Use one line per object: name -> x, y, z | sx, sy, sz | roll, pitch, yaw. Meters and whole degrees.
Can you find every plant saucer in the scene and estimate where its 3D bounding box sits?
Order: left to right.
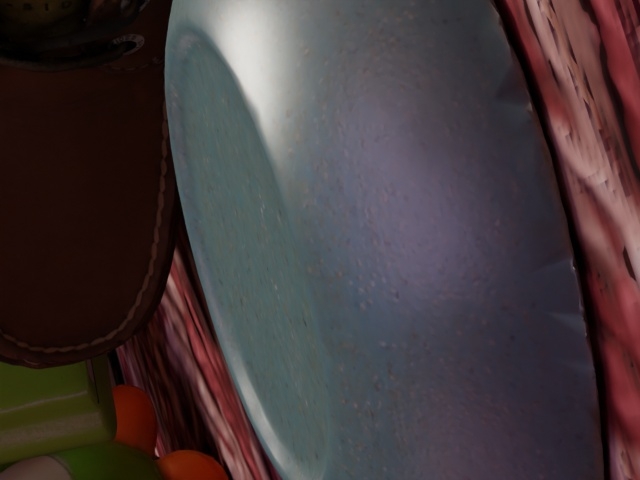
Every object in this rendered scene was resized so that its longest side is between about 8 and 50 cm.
plant saucer -> 0.000, 0.000, 0.396 | 0.195, 0.037, 0.194 | 165, 90, -75

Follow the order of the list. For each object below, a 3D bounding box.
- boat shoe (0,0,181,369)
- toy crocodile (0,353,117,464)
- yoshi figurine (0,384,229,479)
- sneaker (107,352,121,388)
boat shoe -> -0.091, -0.084, 0.501 | 0.104, 0.111, 0.307 | -127, 25, -57
toy crocodile -> -0.136, -0.084, 0.676 | 0.105, 0.115, 0.340 | 51, -158, -77
yoshi figurine -> -0.165, 0.120, 0.765 | 0.362, 0.204, 0.203 | 47, 145, 31
sneaker -> -0.142, 0.155, 0.929 | 0.107, 0.118, 0.279 | 126, 128, -74
